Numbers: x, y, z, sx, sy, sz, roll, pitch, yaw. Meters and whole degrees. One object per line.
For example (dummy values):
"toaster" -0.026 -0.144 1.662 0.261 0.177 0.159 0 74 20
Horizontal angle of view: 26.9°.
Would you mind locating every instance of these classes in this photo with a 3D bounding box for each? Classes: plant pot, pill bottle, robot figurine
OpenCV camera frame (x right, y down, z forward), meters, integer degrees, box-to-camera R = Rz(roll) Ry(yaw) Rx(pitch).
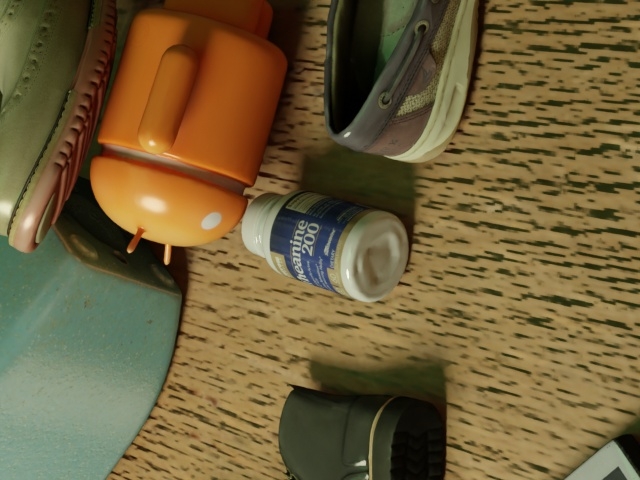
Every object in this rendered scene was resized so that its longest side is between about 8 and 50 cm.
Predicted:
"plant pot" -0.268 0.068 1.120 0.252 0.247 0.248 -47 59 12
"pill bottle" 0.000 0.000 0.980 0.120 0.067 0.067 16 102 41
"robot figurine" -0.100 -0.091 1.017 0.158 0.128 0.219 10 83 59

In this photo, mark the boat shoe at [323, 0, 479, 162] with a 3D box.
"boat shoe" 0.056 -0.195 0.907 0.103 0.092 0.285 15 101 42

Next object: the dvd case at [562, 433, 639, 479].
"dvd case" 0.197 0.268 0.830 0.179 0.029 0.238 -49 60 31

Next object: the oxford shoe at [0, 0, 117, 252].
"oxford shoe" -0.232 -0.171 1.044 0.140 0.146 0.397 122 157 -53

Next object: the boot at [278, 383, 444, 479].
"boot" 0.016 0.205 0.976 0.137 0.077 0.198 6 82 47
